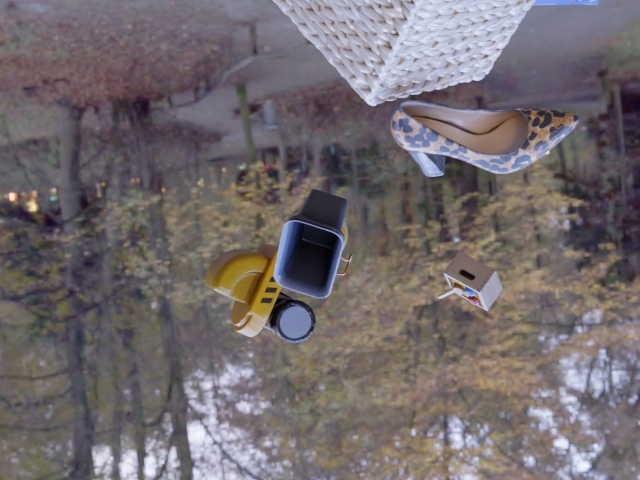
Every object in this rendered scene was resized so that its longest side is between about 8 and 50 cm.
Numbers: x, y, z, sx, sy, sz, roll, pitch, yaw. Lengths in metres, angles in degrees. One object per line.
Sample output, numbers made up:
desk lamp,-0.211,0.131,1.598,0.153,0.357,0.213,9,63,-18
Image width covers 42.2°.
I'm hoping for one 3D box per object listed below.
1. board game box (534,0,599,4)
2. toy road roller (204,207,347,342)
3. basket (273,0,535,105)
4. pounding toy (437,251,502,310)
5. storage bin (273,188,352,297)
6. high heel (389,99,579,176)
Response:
board game box,0.438,-0.640,1.737,0.233,0.347,0.078,-2,147,-4
toy road roller,-0.109,0.057,1.856,0.240,0.330,0.202,25,176,-19
basket,0.129,-0.428,1.284,0.328,0.331,0.266,-20,152,-39
pounding toy,0.362,0.110,2.068,0.141,0.100,0.130,30,166,33
storage bin,0.000,0.000,1.158,0.098,0.135,0.091,18,-134,4
high heel,0.240,-0.174,1.232,0.261,0.093,0.186,-14,151,22
